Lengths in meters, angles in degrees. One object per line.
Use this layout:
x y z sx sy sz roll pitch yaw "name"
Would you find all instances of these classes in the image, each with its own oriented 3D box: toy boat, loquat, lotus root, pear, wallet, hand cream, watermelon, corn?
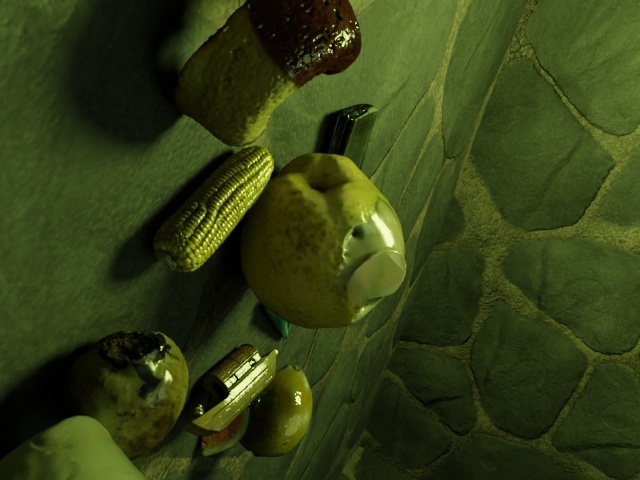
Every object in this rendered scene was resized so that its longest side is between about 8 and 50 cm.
-0.154 0.250 0.941 0.068 0.088 0.226 -35 180 36 "toy boat"
-0.091 0.342 1.107 0.195 0.152 0.152 -64 161 -15 "loquat"
-0.224 0.188 0.631 0.138 0.138 0.214 -41 161 -50 "lotus root"
0.000 0.000 0.844 0.271 0.271 0.271 -52 157 -34 "pear"
0.032 -0.104 1.065 0.169 0.044 0.317 -39 149 -59 "wallet"
-0.073 0.147 1.100 0.083 0.048 0.224 -64 166 -13 "hand cream"
-0.165 0.329 1.023 0.087 0.069 0.163 -30 138 -60 "watermelon"
-0.128 -0.042 0.682 0.203 0.072 0.072 -55 158 -31 "corn"

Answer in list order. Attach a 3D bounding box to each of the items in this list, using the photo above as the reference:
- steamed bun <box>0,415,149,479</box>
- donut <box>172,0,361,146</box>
-0.287 0.366 0.469 0.236 0.247 0.383 -1 126 -56 "steamed bun"
-0.048 -0.176 0.548 0.217 0.085 0.141 -38 -178 9 "donut"
